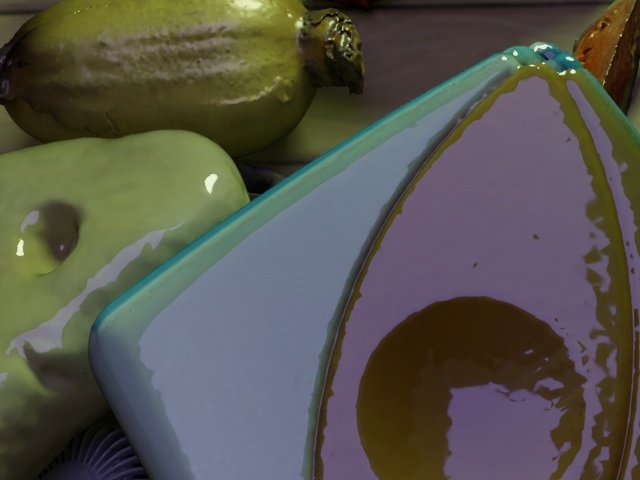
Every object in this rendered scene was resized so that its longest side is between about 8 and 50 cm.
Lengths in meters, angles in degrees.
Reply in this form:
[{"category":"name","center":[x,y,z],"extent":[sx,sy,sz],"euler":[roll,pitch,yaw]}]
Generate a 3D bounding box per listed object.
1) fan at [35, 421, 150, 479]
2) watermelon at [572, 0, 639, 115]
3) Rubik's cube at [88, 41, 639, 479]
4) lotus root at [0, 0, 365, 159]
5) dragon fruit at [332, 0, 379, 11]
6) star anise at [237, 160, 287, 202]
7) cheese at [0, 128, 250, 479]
[{"category":"fan","center":[-0.192,0.245,1.363],"extent":[0.130,0.074,0.244],"euler":[21,74,28]},{"category":"watermelon","center":[0.203,-0.105,1.439],"extent":[0.063,0.119,0.245],"euler":[22,49,7]},{"category":"Rubik's cube","center":[0.088,0.127,1.191],"extent":[0.347,0.351,0.352],"euler":[-33,81,-5]},{"category":"lotus root","center":[-0.112,-0.132,1.496],"extent":[0.303,0.131,0.146],"euler":[-4,92,9]},{"category":"dragon fruit","center":[0.105,-0.310,1.558],"extent":[0.302,0.240,0.330],"euler":[41,98,-5]},{"category":"star anise","center":[0.007,0.013,1.442],"extent":[0.212,0.073,0.197],"euler":[-12,61,5]},{"category":"cheese","center":[-0.195,0.068,1.344],"extent":[0.328,0.129,0.351],"euler":[-20,44,16]}]
